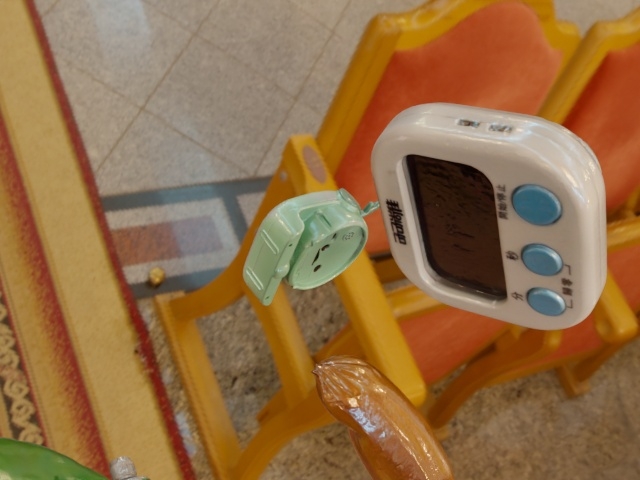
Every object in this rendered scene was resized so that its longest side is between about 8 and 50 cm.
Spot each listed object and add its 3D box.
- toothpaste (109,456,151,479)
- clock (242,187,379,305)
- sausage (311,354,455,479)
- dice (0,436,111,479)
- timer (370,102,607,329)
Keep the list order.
[{"bbox_3d":[-0.162,0.326,0.885,0.078,0.047,0.248,-15,57,-21],"label":"toothpaste"},{"bbox_3d":[0.000,0.000,1.233,0.211,0.159,0.066,-19,58,-36],"label":"clock"},{"bbox_3d":[0.051,0.141,0.637,0.183,0.054,0.062,58,16,-28],"label":"sausage"},{"bbox_3d":[-0.362,0.411,0.955,0.300,0.297,0.287,33,18,-21],"label":"dice"},{"bbox_3d":[0.177,-0.026,0.925,0.237,0.262,0.087,16,51,32],"label":"timer"}]
